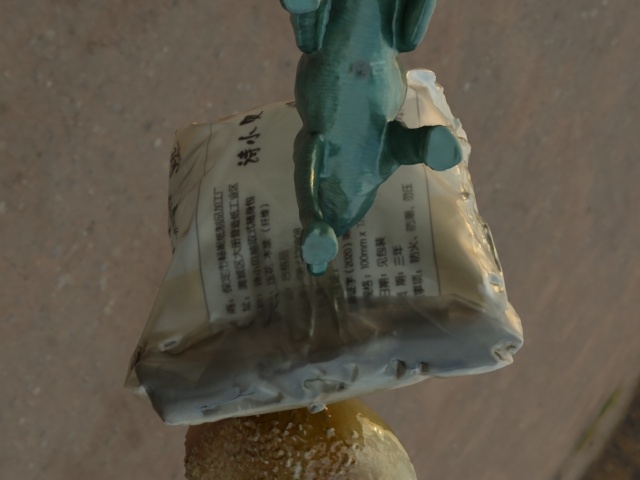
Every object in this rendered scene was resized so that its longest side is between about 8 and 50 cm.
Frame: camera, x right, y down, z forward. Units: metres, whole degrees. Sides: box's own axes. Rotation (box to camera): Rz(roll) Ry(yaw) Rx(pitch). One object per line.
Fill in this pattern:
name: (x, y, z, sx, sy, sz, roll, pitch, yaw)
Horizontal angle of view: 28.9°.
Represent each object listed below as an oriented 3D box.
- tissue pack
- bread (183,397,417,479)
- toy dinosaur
tissue pack: (0.000, 0.000, 1.293, 0.195, 0.389, 0.376, 71, 15, -47)
bread: (-0.003, 0.259, 1.320, 0.171, 0.314, 0.192, -27, 166, -48)
toy dinosaur: (0.018, -0.136, 0.971, 0.331, 0.129, 0.384, -124, -143, -80)
